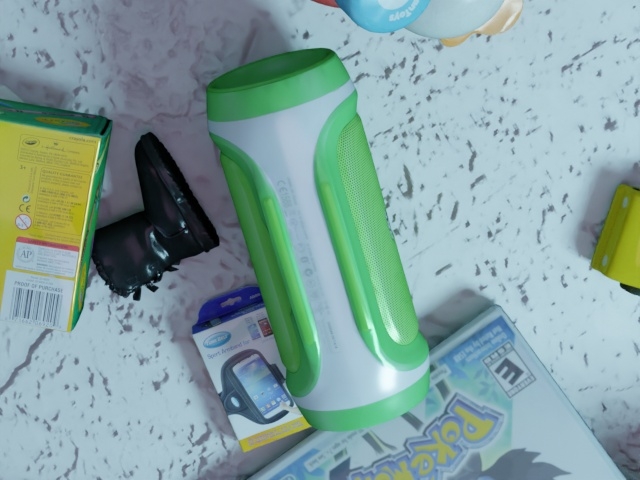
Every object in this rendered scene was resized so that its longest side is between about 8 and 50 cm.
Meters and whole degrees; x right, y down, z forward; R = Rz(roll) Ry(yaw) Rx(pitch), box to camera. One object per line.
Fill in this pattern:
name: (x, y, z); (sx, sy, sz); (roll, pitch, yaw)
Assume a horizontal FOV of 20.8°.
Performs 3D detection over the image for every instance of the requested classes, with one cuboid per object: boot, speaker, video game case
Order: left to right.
boot: (-0.152, -0.018, 1.454); (0.099, 0.045, 0.121); (-27, 106, 10)
speaker: (0.000, 0.000, 1.422); (0.131, 0.131, 0.296); (-16, 106, 0)
video game case: (0.108, 0.269, 1.518); (0.329, 0.036, 0.300); (-36, 87, 6)

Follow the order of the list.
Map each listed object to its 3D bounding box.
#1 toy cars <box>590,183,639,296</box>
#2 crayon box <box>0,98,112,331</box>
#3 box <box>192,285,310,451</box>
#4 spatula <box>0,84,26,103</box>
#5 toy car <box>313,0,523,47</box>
toy cars: (0.390, 0.101, 1.512); (0.176, 0.087, 0.393); (-33, 107, 6)
crayon box: (-0.318, -0.036, 1.391); (0.279, 0.081, 0.165); (10, 104, -4)
box: (-0.055, 0.108, 1.508); (0.081, 0.028, 0.136); (-22, 110, 2)
spatula: (-0.343, -0.092, 1.424); (0.242, 0.019, 0.168); (42, 100, -16)
toy car: (0.091, -0.244, 1.349); (0.238, 0.219, 0.210); (29, 104, -43)
